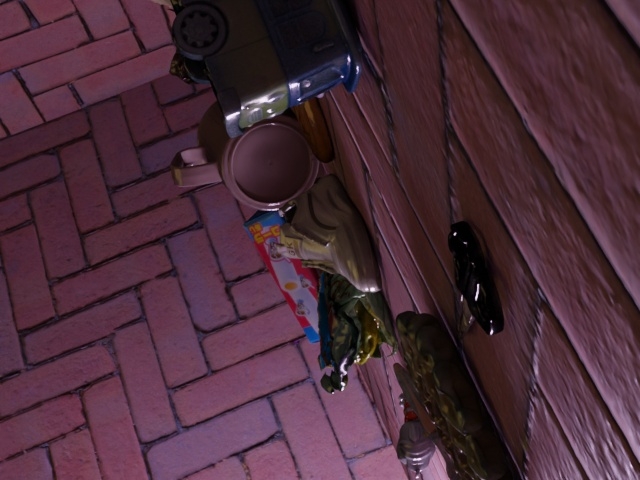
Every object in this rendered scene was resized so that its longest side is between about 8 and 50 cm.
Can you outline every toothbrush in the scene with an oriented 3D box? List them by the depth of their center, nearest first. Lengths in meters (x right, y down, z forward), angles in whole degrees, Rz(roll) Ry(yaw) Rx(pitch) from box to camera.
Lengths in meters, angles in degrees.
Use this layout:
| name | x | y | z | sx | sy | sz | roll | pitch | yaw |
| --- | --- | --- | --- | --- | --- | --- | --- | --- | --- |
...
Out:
| name | x | y | z | sx | sy | sz | roll | pitch | yaw |
| --- | --- | --- | --- | --- | --- | --- | --- | --- | --- |
| toothbrush | 0.198 | 0.337 | 1.872 | 0.037 | 0.028 | 0.375 | 62 | 180 | -34 |

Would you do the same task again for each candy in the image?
| name | x | y | z | sx | sy | sz | roll | pitch | yaw |
| --- | --- | --- | --- | --- | --- | --- | --- | --- | --- |
| candy | -0.028 | 0.049 | 2.146 | 0.306 | 0.100 | 0.157 | 60 | -149 | -13 |

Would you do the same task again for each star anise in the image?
| name | x | y | z | sx | sy | sz | roll | pitch | yaw |
| --- | --- | --- | --- | --- | --- | --- | --- | --- | --- |
| star anise | -0.194 | -0.382 | 2.084 | 0.214 | 0.220 | 0.099 | -139 | 38 | -62 |

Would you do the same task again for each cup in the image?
| name | x | y | z | sx | sy | sz | roll | pitch | yaw |
| --- | --- | --- | --- | --- | --- | --- | --- | --- | --- |
| cup | -0.158 | -0.197 | 2.085 | 0.273 | 0.288 | 0.208 | -129 | 53 | -66 |

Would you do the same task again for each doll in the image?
| name | x | y | z | sx | sy | sz | roll | pitch | yaw |
| --- | --- | --- | --- | --- | --- | --- | --- | --- | --- |
| doll | 0.187 | 0.390 | 2.030 | 0.094 | 0.079 | 0.180 | 77 | -176 | -57 |

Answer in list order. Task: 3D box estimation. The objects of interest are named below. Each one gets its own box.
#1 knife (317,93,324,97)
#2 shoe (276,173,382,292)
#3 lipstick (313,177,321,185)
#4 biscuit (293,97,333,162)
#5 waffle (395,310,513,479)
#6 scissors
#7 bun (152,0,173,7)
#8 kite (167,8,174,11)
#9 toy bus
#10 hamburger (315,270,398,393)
| name | x | y | z | sx | sy | sz | roll | pitch | yaw |
| --- | --- | --- | --- | --- | --- | --- | --- | --- | --- |
| knife | -0.028 | -0.270 | 1.646 | 0.343 | 0.027 | 0.061 | -125 | 18 | -74 |
| shoe | 0.000 | 0.000 | 1.811 | 0.316 | 0.159 | 0.124 | -112 | 3 | -56 |
| lipstick | 0.010 | -0.013 | 2.245 | 0.070 | 0.070 | 0.254 | -120 | 9 | -67 |
| biscuit | -0.016 | -0.206 | 1.807 | 0.224 | 0.033 | 0.144 | -124 | 13 | -77 |
| waffle | 0.180 | 0.235 | 1.317 | 0.292 | 0.056 | 0.309 | 79 | 168 | -71 |
| scissors | 0.151 | 0.064 | 1.026 | 0.300 | 0.022 | 0.109 | 79 | 173 | -72 |
| bun | -0.299 | -0.577 | 2.030 | 0.364 | 0.364 | 0.202 | -120 | 50 | -67 |
| kite | -0.232 | -0.452 | 2.092 | 0.127 | 0.016 | 0.229 | 25 | -170 | 6 |
| toy bus | -0.088 | -0.290 | 1.114 | 0.152 | 0.190 | 0.312 | 122 | 127 | -84 |
| hamburger | 0.075 | 0.160 | 1.951 | 0.260 | 0.150 | 0.276 | 98 | 170 | -47 |
